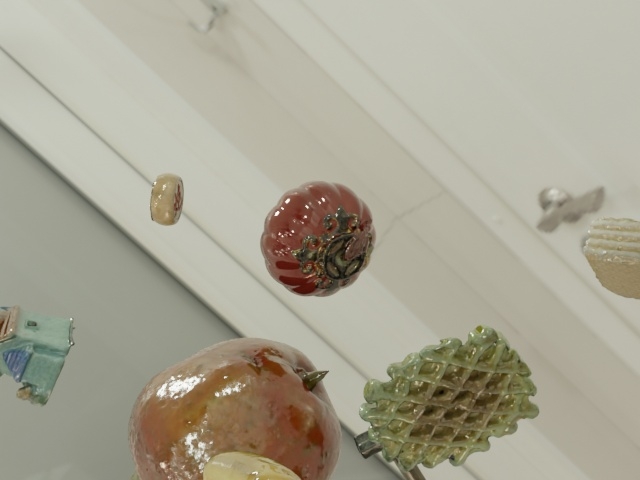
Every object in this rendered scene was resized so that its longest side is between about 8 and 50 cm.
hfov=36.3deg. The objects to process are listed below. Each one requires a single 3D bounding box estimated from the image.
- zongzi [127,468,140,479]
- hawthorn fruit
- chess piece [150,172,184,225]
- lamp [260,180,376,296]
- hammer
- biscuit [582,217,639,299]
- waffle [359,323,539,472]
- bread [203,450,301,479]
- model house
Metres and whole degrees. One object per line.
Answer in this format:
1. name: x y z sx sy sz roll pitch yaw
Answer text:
1. zongzi: -0.319 0.630 2.023 0.360 0.323 0.160 -50 21 22
2. hawthorn fruit: -0.133 0.358 1.812 0.403 0.403 0.403 -45 11 11
3. chess piece: -0.241 -0.065 1.539 0.083 0.038 0.083 6 -90 -83
4. lamp: 0.000 0.000 1.827 0.227 0.227 0.227 -45 11 11
5. hammer: 0.185 0.462 1.801 0.111 0.365 0.043 -28 29 4
6. biscuit: 0.577 0.041 1.314 0.426 0.144 0.078 6 66 35
7. waffle: 0.215 0.271 1.632 0.292 0.309 0.056 -28 42 6
8. bread: -0.076 0.354 1.292 0.098 0.147 0.217 -6 4 -28
9. model house: -0.436 0.150 1.374 0.119 0.149 0.148 -61 17 13
